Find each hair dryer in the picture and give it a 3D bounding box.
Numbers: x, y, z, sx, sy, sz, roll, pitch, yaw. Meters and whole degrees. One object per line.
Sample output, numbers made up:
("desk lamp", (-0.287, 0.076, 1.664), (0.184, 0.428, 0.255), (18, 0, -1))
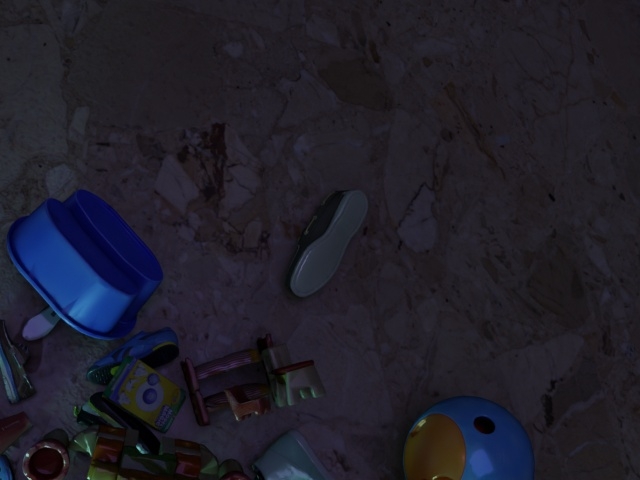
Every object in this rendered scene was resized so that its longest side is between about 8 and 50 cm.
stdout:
("hair dryer", (-0.744, 0.376, 1.706), (0.293, 0.080, 0.224), (8, 70, -14))

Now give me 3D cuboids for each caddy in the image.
("caddy", (-0.508, 0.056, 1.784), (0.341, 0.241, 0.179), (48, 113, 3))

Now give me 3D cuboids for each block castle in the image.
("block castle", (-0.368, 0.554, 1.641), (0.453, 0.213, 0.303), (13, 91, -11))

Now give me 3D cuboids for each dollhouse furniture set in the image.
("dollhouse furniture set", (-0.154, 0.283, 1.737), (0.201, 0.374, 0.152), (-15, 83, -20))

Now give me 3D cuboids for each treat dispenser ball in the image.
("treat dispenser ball", (0.326, 0.490, 1.845), (0.288, 0.288, 0.288), (4, 73, -14))

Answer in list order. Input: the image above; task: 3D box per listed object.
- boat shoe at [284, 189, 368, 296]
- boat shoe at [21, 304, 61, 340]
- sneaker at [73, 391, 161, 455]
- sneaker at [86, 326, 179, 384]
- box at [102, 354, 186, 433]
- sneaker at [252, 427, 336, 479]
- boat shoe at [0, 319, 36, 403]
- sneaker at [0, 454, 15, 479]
("boat shoe", (0.002, 0.003, 2.010), (0.305, 0.091, 0.109), (-56, 130, -20))
("boat shoe", (-0.593, 0.167, 1.830), (0.142, 0.040, 0.049), (-44, 98, -21))
("sneaker", (-0.430, 0.428, 1.790), (0.097, 0.084, 0.235), (-44, 88, 4))
("sneaker", (-0.416, 0.252, 1.848), (0.209, 0.069, 0.082), (-21, 44, -10))
("box", (-0.371, 0.338, 1.804), (0.179, 0.043, 0.105), (43, 65, -33))
("sneaker", (-0.043, 0.558, 1.830), (0.151, 0.094, 0.256), (-33, 75, -27))
("boat shoe", (-0.653, 0.251, 1.781), (0.066, 0.066, 0.183), (-14, 88, -23))
("sneaker", (-0.654, 0.512, 1.705), (0.059, 0.053, 0.144), (-6, 75, -14))
